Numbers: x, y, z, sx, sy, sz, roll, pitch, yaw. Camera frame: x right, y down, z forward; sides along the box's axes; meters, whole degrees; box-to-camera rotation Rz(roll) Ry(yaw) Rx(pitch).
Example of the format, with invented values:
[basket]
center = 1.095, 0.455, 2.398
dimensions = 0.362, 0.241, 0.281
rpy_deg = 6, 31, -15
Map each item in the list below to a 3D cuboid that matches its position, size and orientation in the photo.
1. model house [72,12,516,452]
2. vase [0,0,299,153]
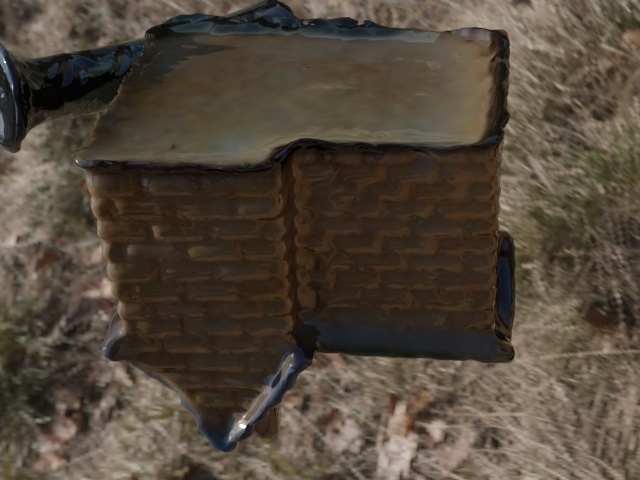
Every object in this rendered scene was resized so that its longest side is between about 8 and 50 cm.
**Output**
[model house]
center = 0.000, 0.000, 0.647
dimensions = 0.183, 0.166, 0.172
rpy_deg = 0, 120, 9
[vase]
center = -0.092, -0.088, 0.717
dimensions = 0.059, 0.167, 0.059
rpy_deg = 29, 126, 50
